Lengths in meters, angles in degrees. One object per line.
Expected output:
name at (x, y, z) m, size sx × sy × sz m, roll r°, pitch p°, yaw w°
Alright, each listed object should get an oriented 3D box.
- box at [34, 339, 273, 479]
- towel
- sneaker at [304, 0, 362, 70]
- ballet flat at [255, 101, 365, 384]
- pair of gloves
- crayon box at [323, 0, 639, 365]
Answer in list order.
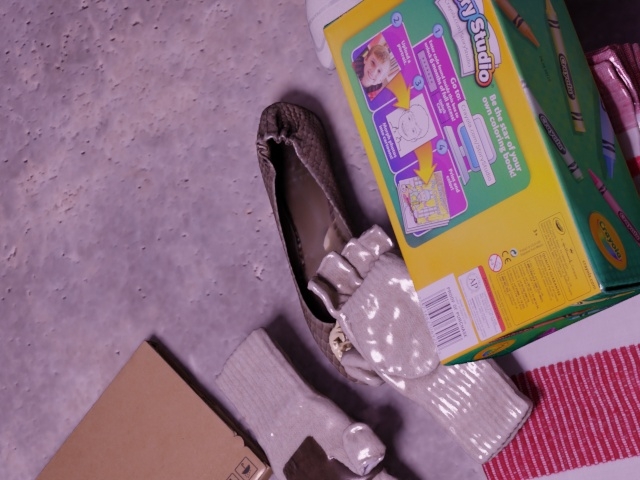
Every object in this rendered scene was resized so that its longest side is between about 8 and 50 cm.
box at (-0.154, 0.212, 1.563) m, size 0.164 × 0.021 × 0.201 m, roll 44°, pitch 103°, yaw 22°
towel at (0.177, 0.041, 1.362) m, size 0.237 × 0.037 × 0.329 m, roll -21°, pitch 80°, yaw 46°
sneaker at (0.113, -0.195, 1.442) m, size 0.292 × 0.110 × 0.118 m, roll -2°, pitch 92°, yaw 33°
ballet flat at (0.000, 0.000, 1.492) m, size 0.084 × 0.058 × 0.250 m, roll -23°, pitch 76°, yaw 22°
pair of gloves at (0.032, 0.121, 1.437) m, size 0.240 × 0.042 × 0.204 m, roll -44°, pitch 76°, yaw 32°
crayon box at (0.121, -0.068, 1.319) m, size 0.165 × 0.081 × 0.278 m, roll -30°, pitch 75°, yaw 45°
